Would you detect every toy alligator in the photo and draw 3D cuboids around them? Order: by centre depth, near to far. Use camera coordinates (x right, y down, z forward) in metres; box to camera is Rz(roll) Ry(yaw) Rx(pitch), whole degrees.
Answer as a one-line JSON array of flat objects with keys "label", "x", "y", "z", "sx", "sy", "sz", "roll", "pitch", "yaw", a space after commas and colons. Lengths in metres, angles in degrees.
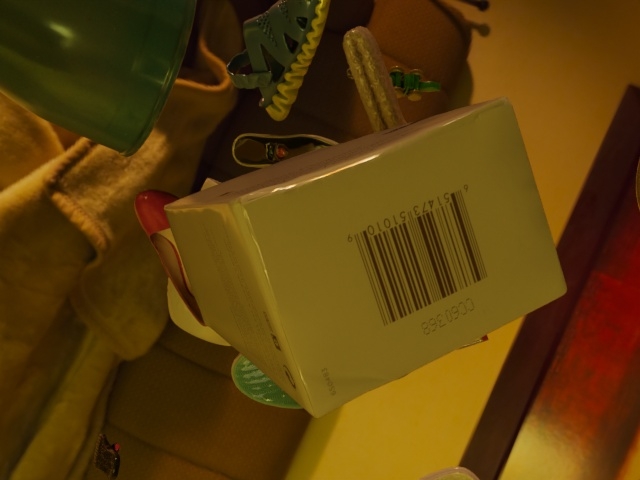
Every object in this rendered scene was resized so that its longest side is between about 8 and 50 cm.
[{"label": "toy alligator", "x": 0.139, "y": -0.307, "z": 1.320, "sx": 0.051, "sy": 0.189, "sz": 0.056, "roll": 126, "pitch": -31, "yaw": -73}]

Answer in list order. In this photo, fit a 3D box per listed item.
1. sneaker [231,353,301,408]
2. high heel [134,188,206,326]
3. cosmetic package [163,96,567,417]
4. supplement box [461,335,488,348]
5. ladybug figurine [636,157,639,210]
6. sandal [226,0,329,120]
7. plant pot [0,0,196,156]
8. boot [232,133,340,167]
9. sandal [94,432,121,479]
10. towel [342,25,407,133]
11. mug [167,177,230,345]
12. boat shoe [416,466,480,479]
[{"label": "sneaker", "x": -0.002, "y": 0.198, "z": 1.199, "sx": 0.208, "sy": 0.319, "sz": 0.127, "roll": -147, "pitch": -128, "yaw": -78}, {"label": "high heel", "x": -0.210, "y": 0.029, "z": 1.000, "sx": 0.244, "sy": 0.082, "sz": 0.117, "roll": 75, "pitch": 5, "yaw": -55}, {"label": "cosmetic package", "x": 0.000, "y": 0.000, "z": 0.609, "sx": 0.217, "sy": 0.156, "sz": 0.385, "roll": -23, "pitch": -169, "yaw": -19}, {"label": "supplement box", "x": 0.290, "y": 0.117, "z": 1.480, "sx": 0.130, "sy": 0.073, "sz": 0.239, "roll": 20, "pitch": 50, "yaw": -70}, {"label": "ladybug figurine", "x": 0.623, "y": -0.107, "z": 0.932, "sx": 0.162, "sy": 0.305, "sz": 0.449, "roll": -38, "pitch": 161, "yaw": -23}, {"label": "sandal", "x": -0.075, "y": -0.351, "z": 1.177, "sx": 0.126, "sy": 0.138, "sz": 0.317, "roll": -80, "pitch": -165, "yaw": -45}, {"label": "plant pot", "x": -0.335, "y": -0.280, "z": 0.881, "sx": 0.271, "sy": 0.255, "sz": 0.271, "roll": -36, "pitch": -135, "yaw": 47}, {"label": "boot", "x": -0.033, "y": -0.173, "z": 1.353, "sx": 0.176, "sy": 0.244, "sz": 0.088, "roll": -27, "pitch": 127, "yaw": -72}, {"label": "sandal", "x": -0.437, "y": 0.455, "z": 1.406, "sx": 0.179, "sy": 0.040, "sz": 0.067, "roll": 7, "pitch": -94, "yaw": 59}, {"label": "towel", "x": 0.103, "y": -0.189, "z": 1.028, "sx": 0.187, "sy": 0.049, "sz": 0.282, "roll": -72, "pitch": 141, "yaw": -71}, {"label": "mug", "x": -0.171, "y": 0.074, "z": 1.586, "sx": 0.374, "sy": 0.276, "sz": 0.328, "roll": 22, "pitch": 94, "yaw": -44}, {"label": "boat shoe", "x": 0.070, "y": 0.335, "z": 0.708, "sx": 0.277, "sy": 0.098, "sz": 0.096, "roll": -34, "pitch": 151, "yaw": -15}]
